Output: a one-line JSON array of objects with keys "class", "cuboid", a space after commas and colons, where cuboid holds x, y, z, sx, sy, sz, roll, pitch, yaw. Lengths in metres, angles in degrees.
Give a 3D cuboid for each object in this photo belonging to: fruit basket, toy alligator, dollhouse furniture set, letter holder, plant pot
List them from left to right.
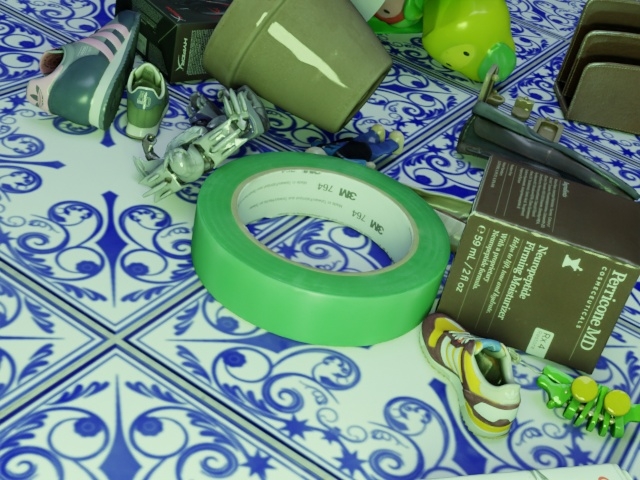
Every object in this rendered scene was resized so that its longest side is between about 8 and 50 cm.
[{"class": "plant pot", "cuboid": [-0.016, -0.295, 1.405, 0.229, 0.263, 0.263, 40, 37, 1]}, {"class": "fruit basket", "cuboid": [0.224, -0.466, 1.743, 0.282, 0.392, 0.392, -7, 39, -29]}, {"class": "dollhouse furniture set", "cuboid": [0.355, -0.232, 1.570, 0.151, 0.123, 0.144, 22, 34, 12]}, {"class": "toy alligator", "cuboid": [0.279, 0.177, 1.011, 0.189, 0.056, 0.051, 22, 75, 12]}, {"class": "letter holder", "cuboid": [0.633, -0.324, 1.726, 0.301, 0.215, 0.152, 12, 33, -4]}]

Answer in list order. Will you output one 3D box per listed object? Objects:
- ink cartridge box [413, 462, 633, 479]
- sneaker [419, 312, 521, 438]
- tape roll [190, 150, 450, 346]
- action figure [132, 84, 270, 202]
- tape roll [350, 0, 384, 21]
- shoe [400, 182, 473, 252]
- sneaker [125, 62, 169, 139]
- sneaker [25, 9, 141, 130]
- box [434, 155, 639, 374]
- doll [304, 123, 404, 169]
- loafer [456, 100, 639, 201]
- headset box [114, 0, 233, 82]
[{"class": "ink cartridge box", "cuboid": [0.192, 0.284, 0.779, 0.217, 0.092, 0.159, -1, 36, -18]}, {"class": "sneaker", "cuboid": [0.171, 0.128, 1.008, 0.069, 0.084, 0.185, -2, 37, -23]}, {"class": "tape roll", "cuboid": [0.000, 0.000, 1.143, 0.321, 0.077, 0.321, 9, 33, -6]}, {"class": "action figure", "cuboid": [-0.163, -0.144, 1.246, 0.185, 0.099, 0.285, -20, 16, 17]}, {"class": "tape roll", "cuboid": [0.026, -0.514, 1.594, 0.169, 0.246, 0.246, 21, 29, -26]}, {"class": "shoe", "cuboid": [0.194, -0.024, 1.263, 0.219, 0.058, 0.076, 18, 34, 7]}, {"class": "sneaker", "cuboid": [-0.261, -0.234, 1.382, 0.064, 0.086, 0.192, 7, 34, -10]}, {"class": "sneaker", "cuboid": [-0.358, -0.286, 1.401, 0.131, 0.112, 0.319, 12, 32, -8]}, {"class": "box", "cuboid": [0.269, 0.026, 1.118, 0.203, 0.169, 0.167, 19, 33, 9]}, {"class": "doll", "cuboid": [0.040, -0.137, 1.385, 0.129, 0.046, 0.189, 25, 32, 35]}, {"class": "loafer", "cuboid": [0.358, -0.115, 1.454, 0.302, 0.095, 0.109, 34, 8, 21]}, {"class": "headset box", "cuboid": [-0.186, -0.387, 1.612, 0.293, 0.110, 0.218, -13, 42, -35]}]
